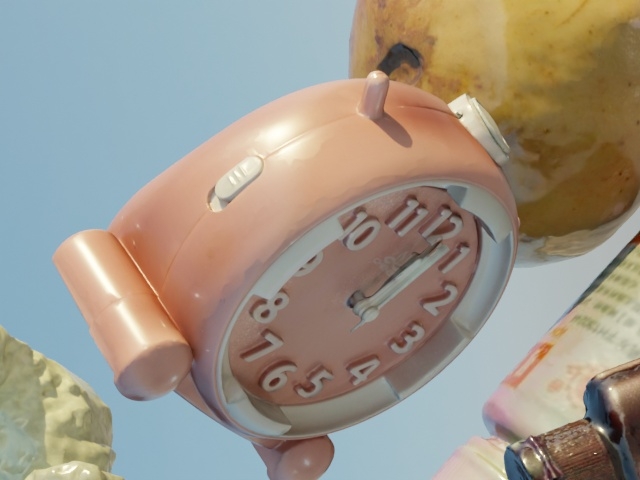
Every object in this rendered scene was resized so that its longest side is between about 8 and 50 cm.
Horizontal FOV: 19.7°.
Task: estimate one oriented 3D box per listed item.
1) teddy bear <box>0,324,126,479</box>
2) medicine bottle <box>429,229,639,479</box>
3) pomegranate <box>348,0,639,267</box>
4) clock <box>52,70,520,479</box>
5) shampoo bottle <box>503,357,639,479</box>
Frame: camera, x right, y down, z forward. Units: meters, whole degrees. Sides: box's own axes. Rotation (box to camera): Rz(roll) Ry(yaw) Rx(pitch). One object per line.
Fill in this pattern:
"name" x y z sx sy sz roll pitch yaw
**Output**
"teddy bear" -0.249 0.247 1.239 0.375 0.327 0.362 31 -132 -43
"medicine bottle" 0.262 0.165 1.572 0.219 0.388 0.219 41 174 6
"pomegranate" 0.191 -0.147 1.692 0.338 0.338 0.338 -9 -90 -79
"clock" 0.000 0.000 1.059 0.227 0.241 0.142 39 -165 -53
"shampoo bottle" 0.293 0.126 1.319 0.084 0.323 0.129 136 116 -79
